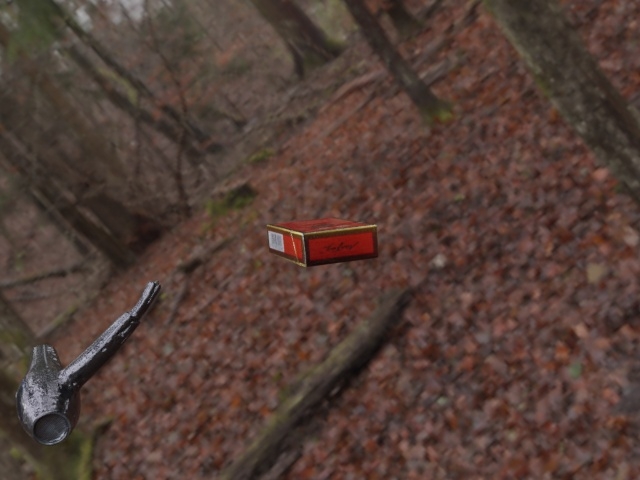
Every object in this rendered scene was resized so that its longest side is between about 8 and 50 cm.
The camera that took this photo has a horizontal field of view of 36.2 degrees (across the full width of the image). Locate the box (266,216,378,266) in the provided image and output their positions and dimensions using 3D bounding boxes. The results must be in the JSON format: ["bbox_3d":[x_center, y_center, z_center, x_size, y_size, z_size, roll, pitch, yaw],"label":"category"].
[{"bbox_3d":[0.000,-0.001,1.929,0.153,0.074,0.240,-3,6,-19],"label":"box"}]

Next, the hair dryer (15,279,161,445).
[{"bbox_3d":[-0.264,0.122,1.137,0.219,0.075,0.195,-44,26,2],"label":"hair dryer"}]
